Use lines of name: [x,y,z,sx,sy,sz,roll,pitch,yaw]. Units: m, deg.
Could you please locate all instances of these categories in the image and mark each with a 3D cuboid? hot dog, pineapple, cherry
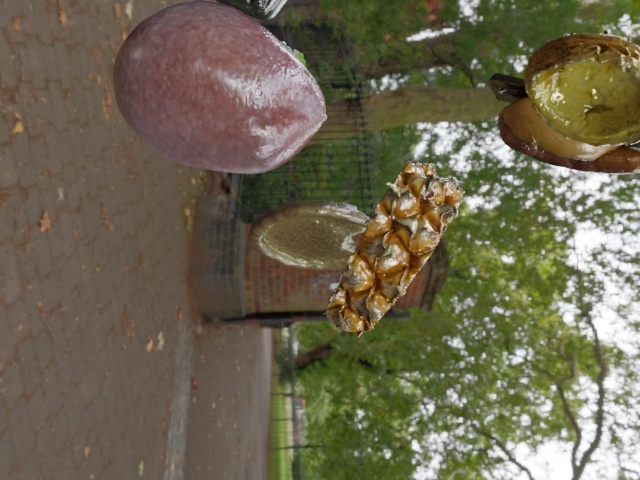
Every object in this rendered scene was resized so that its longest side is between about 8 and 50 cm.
hot dog: [0.447,-0.187,1.077,0.107,0.325,0.194,-68,157,2]
pineapple: [0.089,-0.012,0.620,0.233,0.079,0.135,-57,170,-31]
cherry: [-0.134,-0.202,0.817,0.261,0.307,0.221,-42,153,-63]

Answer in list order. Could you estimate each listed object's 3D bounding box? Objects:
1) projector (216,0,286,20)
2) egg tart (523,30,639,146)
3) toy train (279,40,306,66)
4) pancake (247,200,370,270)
projector: [-0.183,-0.725,1.229,0.395,0.404,0.242,-41,-133,39]
egg tart: [0.397,-0.222,0.850,0.090,0.212,0.213,-56,173,-15]
toy train: [-0.074,-0.243,1.045,0.081,0.060,0.203,10,88,-56]
pancake: [0.000,0.000,1.141,0.288,0.285,0.033,-33,-132,53]
